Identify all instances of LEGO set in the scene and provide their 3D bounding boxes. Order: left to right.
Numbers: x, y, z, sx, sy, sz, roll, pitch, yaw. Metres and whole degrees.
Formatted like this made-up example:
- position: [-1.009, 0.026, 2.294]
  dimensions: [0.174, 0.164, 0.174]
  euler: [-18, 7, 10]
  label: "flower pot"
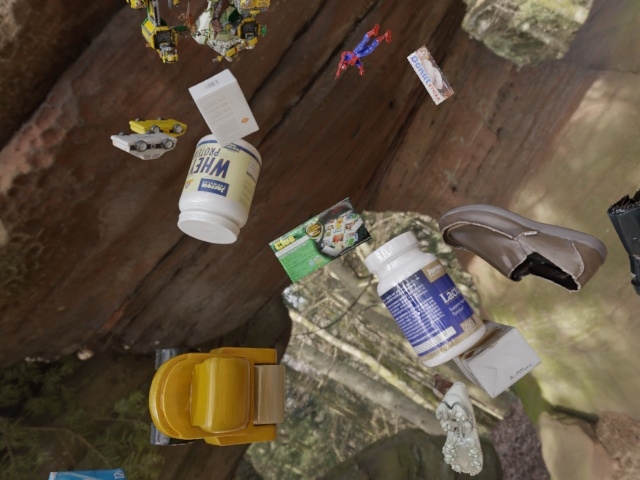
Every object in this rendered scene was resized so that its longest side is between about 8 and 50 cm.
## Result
- position: [-0.239, -0.514, 1.038]
  dimensions: [0.332, 0.192, 0.254]
  euler: [-15, -37, -34]
  label: "LEGO set"

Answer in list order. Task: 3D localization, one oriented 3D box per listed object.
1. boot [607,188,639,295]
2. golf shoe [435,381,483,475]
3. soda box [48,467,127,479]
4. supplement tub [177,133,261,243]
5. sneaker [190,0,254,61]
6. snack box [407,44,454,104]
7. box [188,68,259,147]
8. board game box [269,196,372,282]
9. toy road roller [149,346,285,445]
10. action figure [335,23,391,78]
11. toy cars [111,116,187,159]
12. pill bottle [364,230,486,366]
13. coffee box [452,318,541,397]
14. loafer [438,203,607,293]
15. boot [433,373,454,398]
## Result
- position: [0.699, -0.021, 0.882]
  dimensions: [0.247, 0.207, 0.094]
  euler: [-21, 15, 13]
  label: "boot"
- position: [0.250, 0.326, 0.803]
  dimensions: [0.086, 0.069, 0.176]
  euler: [-47, -49, -50]
  label: "golf shoe"
- position: [-0.234, 0.321, 0.415]
  dimensions: [0.071, 0.067, 0.209]
  euler: [22, 94, 53]
  label: "soda box"
- position: [-0.347, -0.174, 1.600]
  dimensions: [0.235, 0.236, 0.324]
  euler: [115, 167, -68]
  label: "supplement tub"
- position: [-0.255, -0.700, 1.454]
  dimensions: [0.158, 0.182, 0.410]
  euler: [-56, 20, -23]
  label: "sneaker"
- position: [0.353, -0.528, 1.484]
  dimensions: [0.064, 0.178, 0.022]
  euler: [-32, 6, 19]
  label: "snack box"
- position: [-0.278, -0.380, 1.348]
  dimensions: [0.130, 0.091, 0.170]
  euler: [-28, -45, -5]
  label: "box"
- position: [0.000, 0.000, 1.310]
  dimensions: [0.260, 0.136, 0.030]
  euler: [-29, 8, 7]
  label: "board game box"
- position: [-0.189, 0.325, 0.977]
  dimensions: [0.241, 0.330, 0.202]
  euler: [-23, 62, 49]
  label: "toy road roller"
- position: [0.152, -0.707, 1.811]
  dimensions: [0.280, 0.092, 0.138]
  euler: [-8, 68, 61]
  label: "action figure"
- position: [-0.559, -0.332, 1.543]
  dimensions: [0.393, 0.177, 0.087]
  euler: [-103, 23, -63]
  label: "toy cars"
- position: [0.216, 0.121, 0.997]
  dimensions: [0.153, 0.264, 0.153]
  euler: [-32, -11, -7]
  label: "pill bottle"
- position: [0.415, 0.282, 1.148]
  dimensions: [0.141, 0.098, 0.246]
  euler: [-36, -6, -1]
  label: "coffee box"
- position: [0.436, 0.018, 1.057]
  dimensions: [0.130, 0.366, 0.133]
  euler: [-58, -36, -26]
  label: "loafer"
- position: [0.454, 0.547, 1.688]
  dimensions: [0.037, 0.107, 0.114]
  euler: [-57, -3, 17]
  label: "boot"
